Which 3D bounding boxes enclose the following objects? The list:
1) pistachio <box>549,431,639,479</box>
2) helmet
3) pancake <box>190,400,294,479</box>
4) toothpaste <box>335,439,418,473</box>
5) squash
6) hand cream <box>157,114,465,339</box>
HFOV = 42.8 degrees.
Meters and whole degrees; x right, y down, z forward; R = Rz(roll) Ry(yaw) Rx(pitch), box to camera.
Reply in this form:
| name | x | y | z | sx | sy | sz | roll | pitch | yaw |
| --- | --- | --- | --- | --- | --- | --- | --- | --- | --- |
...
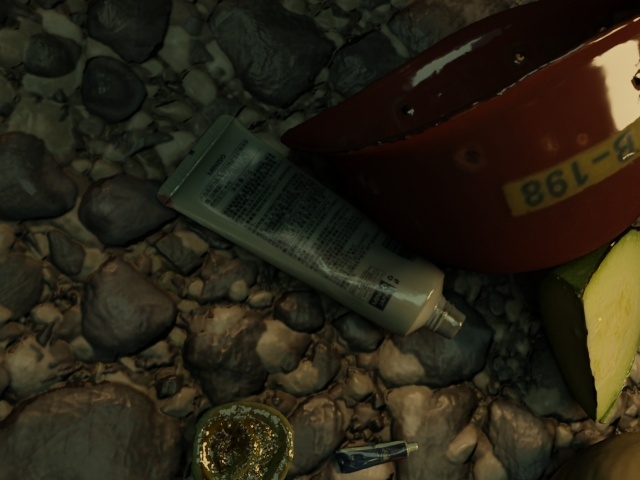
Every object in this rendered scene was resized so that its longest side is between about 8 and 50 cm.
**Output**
| name | x | y | z | sx | sy | sz | roll | pitch | yaw |
| --- | --- | --- | --- | --- | --- | --- | --- | --- | --- |
| pistachio | 0.295 | 0.253 | 0.818 | 0.149 | 0.113 | 0.113 | -34 | 83 | -35 |
| helmet | 0.185 | -0.083 | 0.799 | 0.385 | 0.337 | 0.230 | -28 | 108 | -2 |
| pancake | -0.075 | 0.208 | 0.798 | 0.108 | 0.017 | 0.108 | 2 | 72 | -7 |
| toothpaste | 0.058 | 0.215 | 0.822 | 0.083 | 0.019 | 0.027 | -10 | 94 | -10 |
| squash | 0.286 | 0.068 | 0.869 | 0.184 | 0.085 | 0.191 | -43 | 129 | -39 |
| hand cream | 0.000 | 0.000 | 0.853 | 0.341 | 0.077 | 0.124 | 33 | 72 | 7 |
